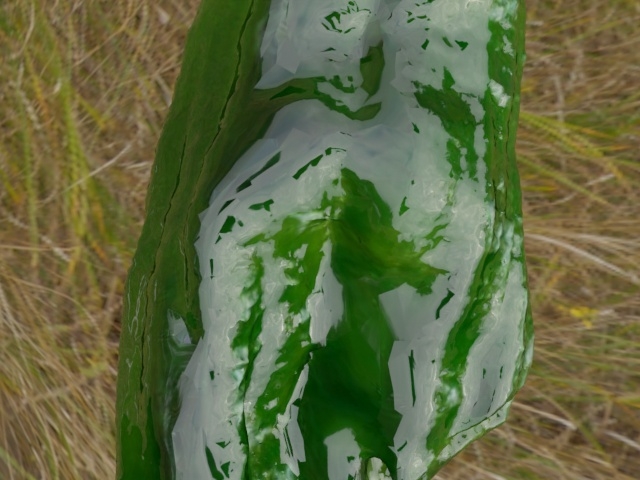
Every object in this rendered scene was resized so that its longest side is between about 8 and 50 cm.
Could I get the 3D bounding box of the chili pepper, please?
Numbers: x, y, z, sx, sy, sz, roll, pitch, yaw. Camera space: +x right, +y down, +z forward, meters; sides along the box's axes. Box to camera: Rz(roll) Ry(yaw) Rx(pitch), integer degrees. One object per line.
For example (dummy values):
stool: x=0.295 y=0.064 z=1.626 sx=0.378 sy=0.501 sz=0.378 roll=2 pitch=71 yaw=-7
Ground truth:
chili pepper: x=0.002 y=-0.001 z=0.662 sx=0.213 sy=0.167 sz=0.385 roll=7 pitch=84 yaw=18
